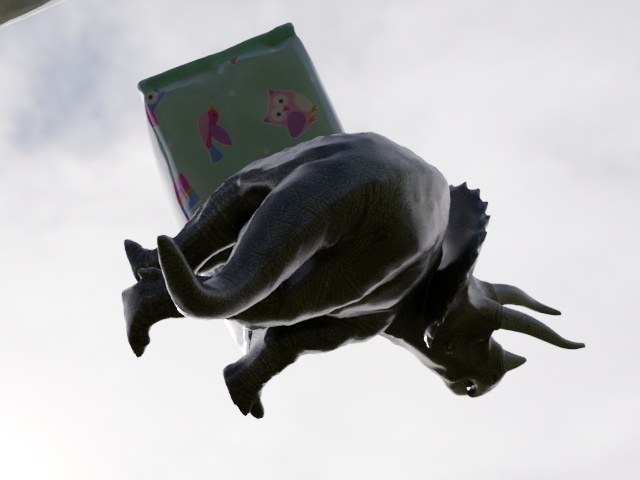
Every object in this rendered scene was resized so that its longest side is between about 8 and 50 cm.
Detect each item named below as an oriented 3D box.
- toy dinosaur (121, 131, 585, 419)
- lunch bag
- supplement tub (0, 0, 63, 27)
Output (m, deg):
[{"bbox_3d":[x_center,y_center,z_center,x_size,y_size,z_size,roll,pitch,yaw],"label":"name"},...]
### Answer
[{"bbox_3d":[0.000,0.000,0.647,0.160,0.121,0.313,-28,-25,8],"label":"toy dinosaur"},{"bbox_3d":[-0.038,-0.024,1.187,0.160,0.223,0.262,-23,-11,-6],"label":"lunch bag"},{"bbox_3d":[-0.328,-0.309,1.220,0.191,0.191,0.272,-21,-74,3],"label":"supplement tub"}]
